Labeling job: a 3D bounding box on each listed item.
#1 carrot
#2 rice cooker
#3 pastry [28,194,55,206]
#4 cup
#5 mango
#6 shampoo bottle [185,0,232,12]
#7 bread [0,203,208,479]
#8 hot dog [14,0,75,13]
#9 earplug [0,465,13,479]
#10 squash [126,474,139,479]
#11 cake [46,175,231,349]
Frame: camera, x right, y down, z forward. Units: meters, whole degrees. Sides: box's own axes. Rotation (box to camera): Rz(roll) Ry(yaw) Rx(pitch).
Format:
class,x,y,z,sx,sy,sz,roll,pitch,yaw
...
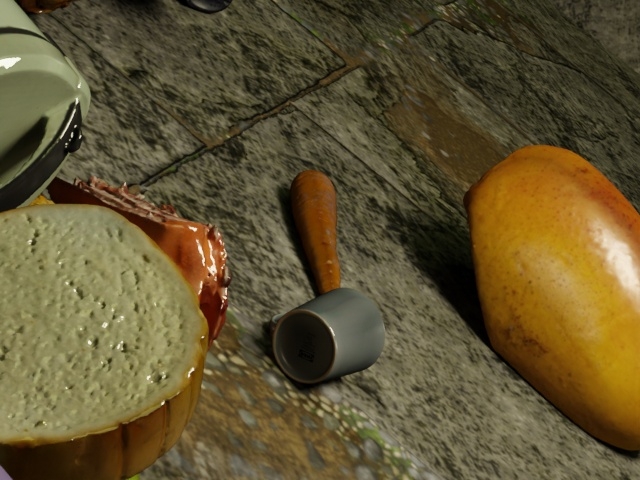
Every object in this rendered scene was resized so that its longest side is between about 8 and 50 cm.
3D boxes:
class,x,y,z,sx,sy,sz,roll,pitch,yaw
carrot,0.000,0.000,1.738,0.048,0.048,0.216,26,31,-25
rice cooker,-0.305,-0.108,1.282,0.244,0.226,0.226,51,26,19
pastry,-0.229,0.009,1.379,0.080,0.056,0.140,36,16,-23
cup,-0.005,0.084,1.548,0.100,0.078,0.077,11,14,31
mango,0.271,0.063,1.849,0.201,0.199,0.350,-20,70,-30
shampoo bottle,-0.182,-0.367,2.131,0.087,0.049,0.233,16,32,-45
bread,-0.189,0.073,1.188,0.236,0.070,0.236,6,42,-5
hot dog,-0.366,-0.393,1.740,0.387,0.174,0.267,39,-6,-1
earplug,-0.294,0.118,0.917,0.456,0.215,0.215,45,24,6
squash,-0.154,0.156,1.199,0.066,0.066,0.201,22,29,-32
cake,-0.151,0.000,1.447,0.098,0.135,0.287,5,28,-29
